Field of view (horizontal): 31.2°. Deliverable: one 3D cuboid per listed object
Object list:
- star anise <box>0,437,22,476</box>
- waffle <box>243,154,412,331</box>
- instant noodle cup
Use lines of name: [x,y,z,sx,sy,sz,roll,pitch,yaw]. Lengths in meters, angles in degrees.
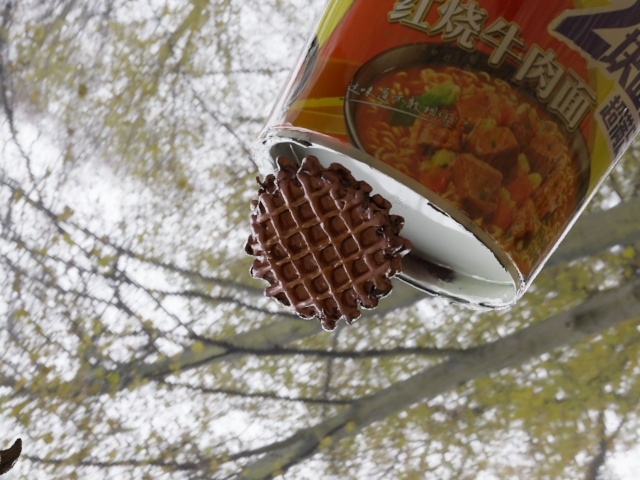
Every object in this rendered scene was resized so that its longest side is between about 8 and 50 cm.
star anise: [-0.323,0.209,1.000,0.141,0.141,0.042,-16,-93,-36]
waffle: [0.000,0.000,0.539,0.083,0.075,0.029,27,-155,14]
instant noodle cup: [0.076,-0.075,0.620,0.213,0.213,0.174,34,-104,-13]
